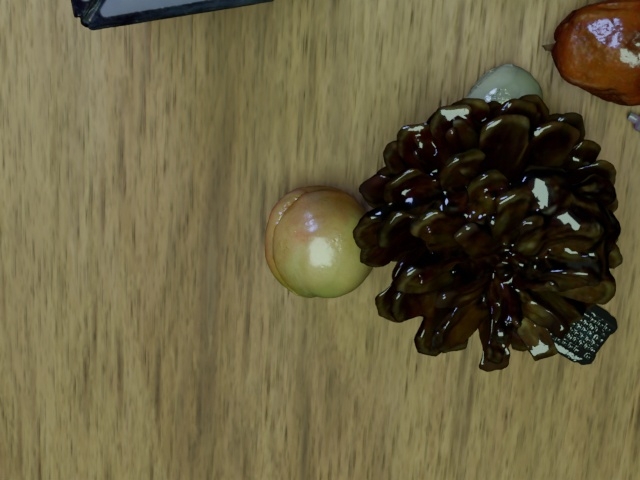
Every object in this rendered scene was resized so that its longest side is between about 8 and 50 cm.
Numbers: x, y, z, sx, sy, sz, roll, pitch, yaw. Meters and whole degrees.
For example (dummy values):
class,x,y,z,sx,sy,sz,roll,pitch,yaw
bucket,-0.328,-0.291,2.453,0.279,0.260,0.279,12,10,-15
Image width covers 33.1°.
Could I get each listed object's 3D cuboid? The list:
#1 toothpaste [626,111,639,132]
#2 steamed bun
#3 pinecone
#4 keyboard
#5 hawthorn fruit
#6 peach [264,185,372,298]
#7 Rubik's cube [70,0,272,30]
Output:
class,x,y,z,sx,sy,sz,roll,pitch,yaw
toothpaste,0.544,-0.151,1.652,0.170,0.028,0.045,28,120,-5
steamed bun,0.278,-0.199,1.639,0.112,0.091,0.130,45,107,-9
pinecone,0.236,0.003,1.537,0.397,0.398,0.398,2,108,7
keyboard,0.353,0.107,1.765,0.262,0.016,0.106,31,109,-2
hawthorn fruit,0.429,-0.271,1.554,0.179,0.173,0.174,-6,107,-6
peach,0.000,0.000,1.697,0.184,0.184,0.184,2,108,7
Rubik's cube,-0.191,-0.484,1.510,0.307,0.305,0.310,-4,109,12
